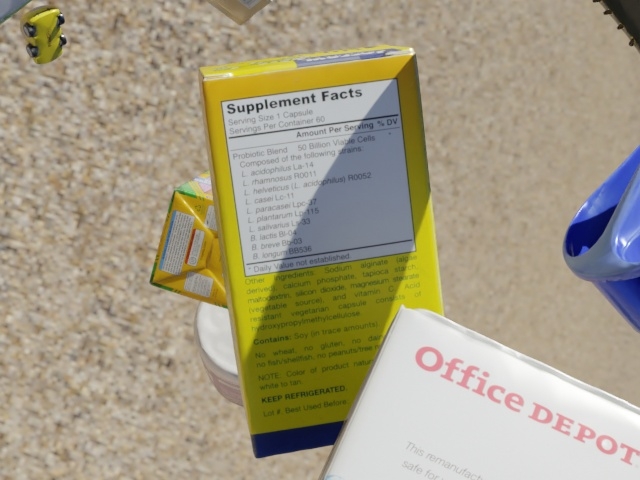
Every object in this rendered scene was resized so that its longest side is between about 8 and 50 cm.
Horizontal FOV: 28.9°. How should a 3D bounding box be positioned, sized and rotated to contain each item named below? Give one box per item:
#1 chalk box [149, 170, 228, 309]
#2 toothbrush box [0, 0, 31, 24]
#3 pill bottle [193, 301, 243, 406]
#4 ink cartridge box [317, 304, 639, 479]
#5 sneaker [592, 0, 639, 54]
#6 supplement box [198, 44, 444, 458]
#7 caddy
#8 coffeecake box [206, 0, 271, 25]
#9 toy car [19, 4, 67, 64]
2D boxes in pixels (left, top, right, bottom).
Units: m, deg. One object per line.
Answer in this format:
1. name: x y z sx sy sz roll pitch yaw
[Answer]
1. chalk box: -0.115 -0.007 1.606 0.213 0.132 0.132 -47 153 -75
2. toothbrush box: -0.374 -0.331 1.202 0.206 0.122 0.283 48 15 -31
3. pill bottle: -0.103 0.168 1.934 0.301 0.169 0.169 89 22 -71
4. ink cartridge box: 0.090 0.236 0.878 0.306 0.226 0.131 -63 176 -24
5. sneaker: 0.237 -0.195 0.982 0.083 0.222 0.118 -11 106 -34
6. supplement box: 0.000 0.000 1.202 0.195 0.194 0.356 -126 -151 -78
7. caddy: 0.406 -0.051 1.290 0.341 0.241 0.179 -44 109 -16
8. coffeecake box: -0.123 -0.390 1.582 0.142 0.068 0.185 32 46 -30
9. toy car: -0.427 -0.370 1.797 0.225 0.053 0.239 -3 133 -53
